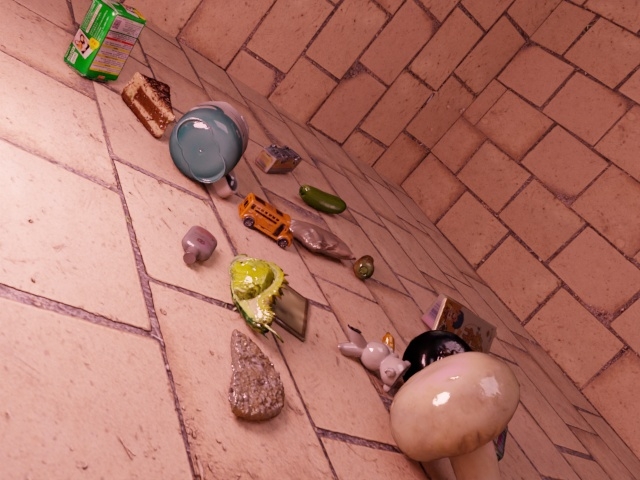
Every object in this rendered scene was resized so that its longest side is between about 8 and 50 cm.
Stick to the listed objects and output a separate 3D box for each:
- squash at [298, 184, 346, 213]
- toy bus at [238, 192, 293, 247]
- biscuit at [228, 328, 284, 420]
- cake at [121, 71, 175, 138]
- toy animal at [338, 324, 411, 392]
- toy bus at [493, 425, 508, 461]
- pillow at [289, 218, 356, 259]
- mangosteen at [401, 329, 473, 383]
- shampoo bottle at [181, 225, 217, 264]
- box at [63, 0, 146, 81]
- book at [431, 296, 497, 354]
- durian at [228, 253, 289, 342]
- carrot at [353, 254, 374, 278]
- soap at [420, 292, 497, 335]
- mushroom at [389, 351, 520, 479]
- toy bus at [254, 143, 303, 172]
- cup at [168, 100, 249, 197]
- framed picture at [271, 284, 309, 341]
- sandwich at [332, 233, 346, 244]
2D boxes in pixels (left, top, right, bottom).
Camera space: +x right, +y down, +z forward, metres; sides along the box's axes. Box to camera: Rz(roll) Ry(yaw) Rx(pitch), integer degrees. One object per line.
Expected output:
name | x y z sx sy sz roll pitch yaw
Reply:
squash | 0.006 -0.164 2.562 0.292 0.082 0.082 17 28 -51
toy bus | -0.157 -0.061 1.919 0.194 0.088 0.083 32 17 -25
biscuit | -0.124 0.275 1.227 0.133 0.032 0.250 36 16 -21
cake | -0.551 -0.432 1.974 0.135 0.112 0.246 26 25 -32
toy animal | 0.146 0.292 1.639 0.182 0.131 0.127 37 -8 23
toy bus | 0.465 0.545 1.745 0.109 0.091 0.262 51 20 9
pillow | 0.000 0.000 2.152 0.173 0.067 0.270 44 16 31
mangosteen | 0.322 0.358 1.715 0.243 0.243 0.243 37 17 -13
shampoo bottle | -0.297 0.014 1.500 0.080 0.040 0.165 39 15 -10
box | -0.672 -0.627 1.954 0.103 0.250 0.180 38 16 11
book | 0.485 0.342 2.137 0.295 0.207 0.020 29 -13 -33
durian | -0.149 0.106 1.460 0.132 0.106 0.375 14 21 -24
carrot | 0.170 0.087 2.322 0.078 0.078 0.298 41 10 3
soap | 0.509 0.315 2.296 0.182 0.138 0.199 31 8 -33
mushroom | 0.290 0.407 1.403 0.315 0.356 0.315 20 -25 10
toy bus | -0.168 -0.333 2.571 0.092 0.106 0.268 44 19 11
cup | -0.330 -0.272 1.913 0.257 0.219 0.289 -87 158 -69
framed picture | -0.100 0.159 1.615 0.173 0.010 0.231 38 16 -10
sandwich | 0.056 0.001 2.351 0.069 0.026 0.101 45 13 30
